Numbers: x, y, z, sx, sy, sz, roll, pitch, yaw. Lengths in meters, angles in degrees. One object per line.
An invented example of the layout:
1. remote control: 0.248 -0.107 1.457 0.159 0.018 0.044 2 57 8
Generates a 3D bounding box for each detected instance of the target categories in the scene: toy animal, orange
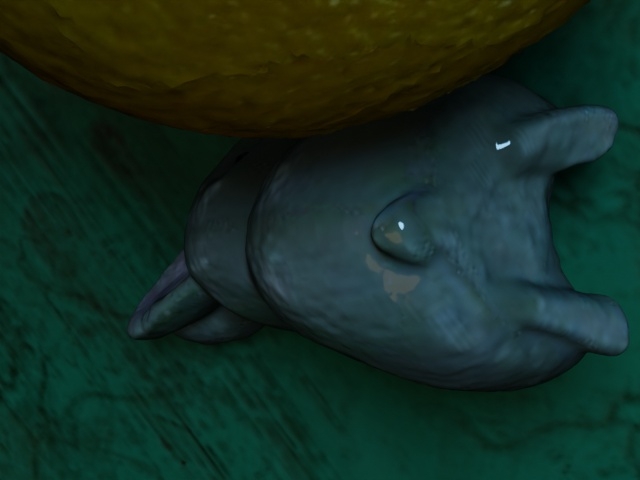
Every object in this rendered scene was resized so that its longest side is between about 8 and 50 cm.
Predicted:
1. toy animal: -0.002 -0.003 0.636 0.251 0.125 0.127 -5 142 49
2. orange: -0.019 -0.166 0.455 0.274 0.274 0.274 14 122 23
